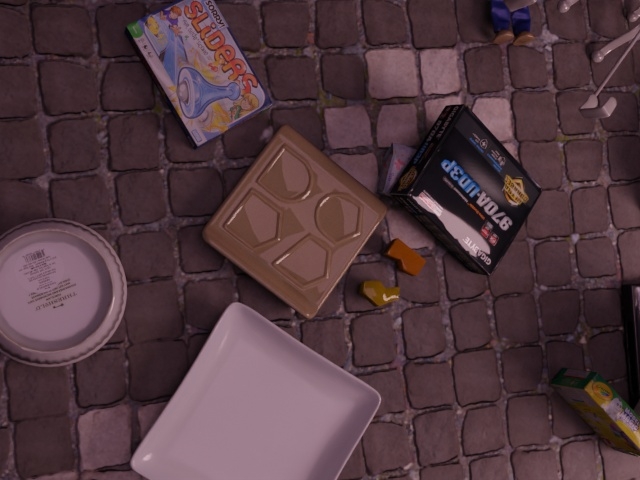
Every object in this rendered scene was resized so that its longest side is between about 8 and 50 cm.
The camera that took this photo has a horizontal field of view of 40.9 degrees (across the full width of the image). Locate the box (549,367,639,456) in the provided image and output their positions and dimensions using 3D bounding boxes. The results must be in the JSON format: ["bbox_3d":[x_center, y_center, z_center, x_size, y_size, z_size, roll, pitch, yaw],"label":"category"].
[{"bbox_3d":[0.464,0.283,1.385,0.043,0.105,0.179,-44,99,-14],"label":"box"}]

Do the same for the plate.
[{"bbox_3d":[-0.090,0.274,1.252,0.277,0.045,0.278,34,77,-11],"label":"plate"}]

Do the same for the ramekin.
[{"bbox_3d":[-0.363,0.069,1.153,0.207,0.109,0.207,1,85,-16],"label":"ramekin"}]

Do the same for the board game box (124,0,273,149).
[{"bbox_3d":[-0.179,-0.255,1.272,0.136,0.035,0.201,-32,95,-16],"label":"board game box"}]

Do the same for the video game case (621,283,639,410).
[{"bbox_3d":[0.655,0.194,1.486,0.274,0.035,0.248,-2,86,-17],"label":"video game case"}]

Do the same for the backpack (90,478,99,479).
[{"bbox_3d":[-0.285,0.393,1.164,0.114,0.084,0.105,28,81,-15],"label":"backpack"}]

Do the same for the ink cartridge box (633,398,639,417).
[{"bbox_3d":[0.634,0.235,1.313,0.117,0.283,0.207,37,77,-6],"label":"ink cartridge box"}]

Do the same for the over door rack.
[{"bbox_3d":[0.415,-0.374,1.389,0.239,0.108,0.324,48,54,-19],"label":"over door rack"}]

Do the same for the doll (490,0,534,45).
[{"bbox_3d":[0.320,-0.422,1.429,0.129,0.046,0.189,1,82,-16],"label":"doll"}]

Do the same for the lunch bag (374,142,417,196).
[{"bbox_3d":[0.132,-0.105,1.345,0.071,0.053,0.083,14,93,-15],"label":"lunch bag"}]

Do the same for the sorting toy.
[{"bbox_3d":[0.000,0.000,1.308,0.307,0.041,0.229,38,72,-11],"label":"sorting toy"}]

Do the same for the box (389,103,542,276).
[{"bbox_3d":[0.231,-0.077,1.341,0.220,0.051,0.175,42,74,-28],"label":"box"}]
